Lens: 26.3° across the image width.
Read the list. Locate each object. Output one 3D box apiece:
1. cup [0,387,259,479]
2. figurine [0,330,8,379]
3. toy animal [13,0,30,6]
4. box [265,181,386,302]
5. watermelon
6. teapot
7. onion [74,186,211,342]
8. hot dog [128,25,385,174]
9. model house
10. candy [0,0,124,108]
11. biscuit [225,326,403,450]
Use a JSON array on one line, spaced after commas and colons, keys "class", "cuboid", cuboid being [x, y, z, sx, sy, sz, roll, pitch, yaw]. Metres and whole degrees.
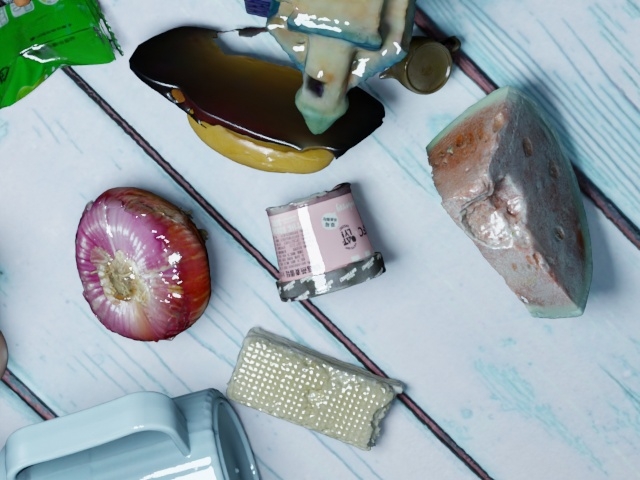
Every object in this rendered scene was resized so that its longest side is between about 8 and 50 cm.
[{"class": "cup", "cuboid": [-0.265, 0.331, 1.897, 0.311, 0.257, 0.331, -17, 112, 5]}, {"class": "figurine", "cuboid": [-0.614, 0.050, 1.874, 0.388, 0.248, 0.277, 7, 142, -1]}, {"class": "toy animal", "cuboid": [-0.316, -0.439, 1.793, 0.281, 0.169, 0.195, -28, 133, 10]}, {"class": "box", "cuboid": [0.000, 0.000, 1.872, 0.151, 0.151, 0.135, -16, 92, 7]}, {"class": "watermelon", "cuboid": [0.239, -0.034, 1.819, 0.148, 0.226, 0.318, -19, 89, 35]}, {"class": "teapot", "cuboid": [0.136, -0.244, 1.850, 0.121, 0.068, 0.076, -31, 123, -11]}, {"class": "onion", "cuboid": [-0.232, 0.024, 1.893, 0.230, 0.163, 0.230, 16, 122, 28]}, {"class": "hot dog", "cuboid": [-0.086, -0.178, 1.853, 0.326, 0.194, 0.107, 33, 144, 17]}, {"class": "model house", "cuboid": [-0.001, -0.317, 1.727, 0.245, 0.312, 0.280, 11, 138, -2]}, {"class": "candy", "cuboid": [-0.388, -0.272, 1.874, 0.203, 0.078, 0.141, -26, 99, 3]}, {"class": "biscuit", "cuboid": [-0.010, 0.212, 1.956, 0.239, 0.062, 0.108, 21, 103, -1]}]
